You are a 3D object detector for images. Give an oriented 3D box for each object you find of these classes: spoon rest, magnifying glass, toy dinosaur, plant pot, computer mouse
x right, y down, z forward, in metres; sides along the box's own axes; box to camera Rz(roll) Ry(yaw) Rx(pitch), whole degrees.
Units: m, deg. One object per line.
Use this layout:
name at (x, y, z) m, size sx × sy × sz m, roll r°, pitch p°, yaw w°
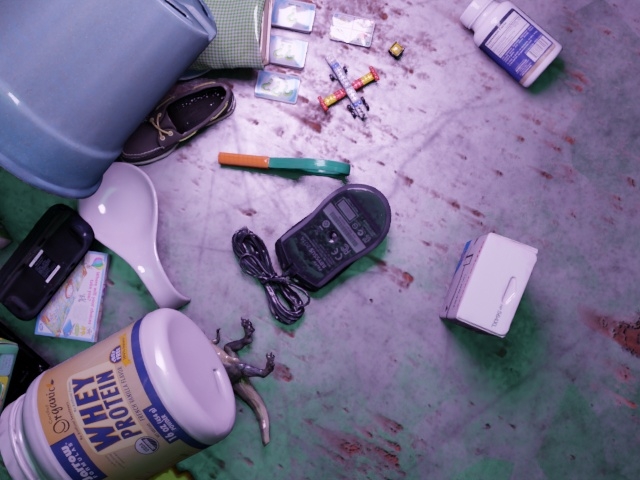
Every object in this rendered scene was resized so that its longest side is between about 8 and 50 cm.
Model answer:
spoon rest at (-0.312, -0.006, 1.565) m, size 0.137 × 0.084 × 0.276 m, roll -30°, pitch 87°, yaw -3°
magnifying glass at (-0.062, -0.132, 1.582) m, size 0.231 × 0.092 × 0.026 m, roll 4°, pitch 88°, yaw 11°
toy dinosaur at (-0.141, 0.209, 1.559) m, size 0.118 × 0.064 × 0.268 m, roll -43°, pitch 87°, yaw 11°
plant pot at (-0.360, -0.296, 1.414) m, size 0.334 × 0.341 × 0.341 m, roll -39°, pitch 86°, yaw 16°
computer mouse at (0.000, 0.000, 1.577) m, size 0.272 × 0.072 × 0.188 m, roll -33°, pitch 88°, yaw 10°

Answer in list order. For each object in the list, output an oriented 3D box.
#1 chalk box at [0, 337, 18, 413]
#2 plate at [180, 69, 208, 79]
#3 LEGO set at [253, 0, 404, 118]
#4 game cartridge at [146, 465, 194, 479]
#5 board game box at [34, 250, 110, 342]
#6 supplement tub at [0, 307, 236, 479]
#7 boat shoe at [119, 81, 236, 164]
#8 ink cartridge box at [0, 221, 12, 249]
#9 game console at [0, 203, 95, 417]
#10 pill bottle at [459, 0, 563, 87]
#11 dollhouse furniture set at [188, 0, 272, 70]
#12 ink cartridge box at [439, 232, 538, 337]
chalk box at (-0.602, 0.221, 1.426) m, size 0.289 × 0.179 × 0.180 m, roll 16°, pitch 87°, yaw 19°
plate at (-0.248, -0.372, 1.625) m, size 0.188 × 0.024 × 0.188 m, roll 0°, pitch 85°, yaw 1°
LEGO set at (0.018, -0.316, 1.606) m, size 0.244 × 0.060 × 0.182 m, roll 12°, pitch 89°, yaw 0°
game cartridge at (-0.300, 0.569, 1.537) m, size 0.324 × 0.052 × 0.285 m, roll -31°, pitch 86°, yaw -5°
board game box at (-0.425, 0.092, 1.584) m, size 0.103 × 0.026 × 0.154 m, roll 8°, pitch 85°, yaw 1°
supplement tub at (-0.319, 0.272, 1.452) m, size 0.316 × 0.228 × 0.228 m, roll -29°, pitch 86°, yaw 11°
boat shoe at (-0.253, -0.206, 1.588) m, size 0.228 × 0.068 × 0.081 m, roll -31°, pitch 86°, yaw -3°
ink cartridge box at (-0.687, -0.060, 1.552) m, size 0.198 × 0.115 × 0.273 m, roll -34°, pitch 86°, yaw -3°
game console at (-0.506, 0.109, 1.553) m, size 0.213 × 0.044 × 0.361 m, roll 39°, pitch 92°, yaw 10°
pill bottle at (0.324, -0.351, 1.589) m, size 0.169 × 0.094 × 0.094 m, roll 42°, pitch 86°, yaw 3°
dollhouse furniture set at (-0.192, -0.438, 1.511) m, size 0.197 × 0.151 × 0.301 m, roll 2°, pitch 86°, yaw 25°
ink cartridge box at (0.268, 0.074, 1.498) m, size 0.086 × 0.203 × 0.148 m, roll 22°, pitch 85°, yaw 2°
